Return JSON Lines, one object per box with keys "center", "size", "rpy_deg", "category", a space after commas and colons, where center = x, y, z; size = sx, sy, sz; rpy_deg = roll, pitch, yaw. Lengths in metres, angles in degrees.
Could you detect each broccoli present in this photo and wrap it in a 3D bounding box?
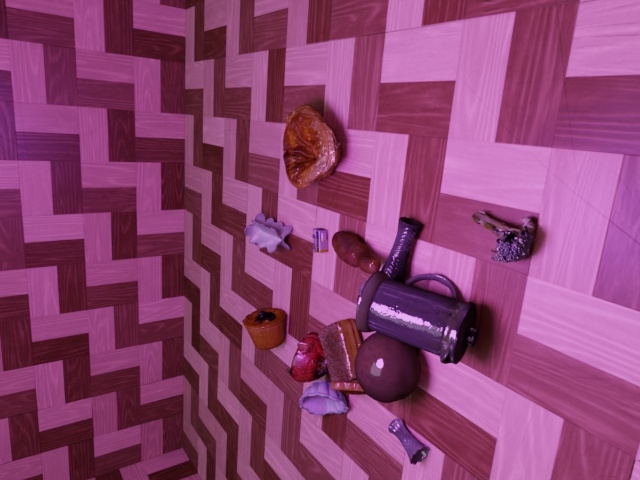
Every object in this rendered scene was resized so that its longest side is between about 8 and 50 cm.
{"center": [0.481, -0.023, 1.273], "size": [0.204, 0.118, 0.122], "rpy_deg": [-119, 27, -55], "category": "broccoli"}

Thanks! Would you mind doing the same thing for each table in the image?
{"center": [-0.236, -0.026, 2.258], "size": [0.198, 0.166, 0.167], "rpy_deg": [23, 113, 44], "category": "table"}

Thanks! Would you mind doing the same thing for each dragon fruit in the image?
{"center": [-0.013, 0.508, 1.991], "size": [0.148, 0.224, 0.218], "rpy_deg": [19, 75, 25], "category": "dragon fruit"}

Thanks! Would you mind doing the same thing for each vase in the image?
{"center": [0.263, 0.043, 1.585], "size": [0.115, 0.115, 0.237], "rpy_deg": [38, 121, 47], "category": "vase"}
{"center": [0.298, 0.688, 1.645], "size": [0.148, 0.081, 0.081], "rpy_deg": [44, 129, 48], "category": "vase"}

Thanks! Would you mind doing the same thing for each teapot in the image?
{"center": [0.310, 0.211, 1.425], "size": [0.337, 0.270, 0.200], "rpy_deg": [17, 142, 30], "category": "teapot"}

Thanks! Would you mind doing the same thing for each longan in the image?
{"center": [0.219, 0.424, 1.604], "size": [0.248, 0.248, 0.248], "rpy_deg": [11, 104, 54], "category": "longan"}

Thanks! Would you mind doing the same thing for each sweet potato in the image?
{"center": [0.131, 0.050, 1.741], "size": [0.385, 0.109, 0.109], "rpy_deg": [-136, 50, -63], "category": "sweet potato"}

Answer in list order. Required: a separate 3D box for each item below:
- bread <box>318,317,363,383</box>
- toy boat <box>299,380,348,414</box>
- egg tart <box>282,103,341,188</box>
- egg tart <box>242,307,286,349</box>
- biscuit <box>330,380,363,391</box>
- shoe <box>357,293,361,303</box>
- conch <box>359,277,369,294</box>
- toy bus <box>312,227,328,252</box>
{"center": [0.096, 0.439, 1.877], "size": [0.184, 0.110, 0.234], "rpy_deg": [-40, 60, 54], "category": "bread"}
{"center": [0.010, 0.661, 1.995], "size": [0.290, 0.199, 0.100], "rpy_deg": [-50, 18, 51], "category": "toy boat"}
{"center": [-0.036, -0.377, 1.911], "size": [0.351, 0.153, 0.340], "rpy_deg": [-35, 66, 52], "category": "egg tart"}
{"center": [-0.265, 0.427, 2.319], "size": [0.215, 0.215, 0.171], "rpy_deg": [13, 116, 54], "category": "egg tart"}
{"center": [0.137, 0.553, 1.783], "size": [0.239, 0.212, 0.041], "rpy_deg": [107, 167, -69], "category": "biscuit"}
{"center": [0.260, 0.218, 1.620], "size": [0.274, 0.098, 0.103], "rpy_deg": [9, 109, 36], "category": "shoe"}
{"center": [0.178, 0.182, 1.766], "size": [0.076, 0.056, 0.085], "rpy_deg": [-3, 92, 43], "category": "conch"}
{"center": [0.000, 0.000, 1.999], "size": [0.058, 0.052, 0.102], "rpy_deg": [8, 103, 52], "category": "toy bus"}
